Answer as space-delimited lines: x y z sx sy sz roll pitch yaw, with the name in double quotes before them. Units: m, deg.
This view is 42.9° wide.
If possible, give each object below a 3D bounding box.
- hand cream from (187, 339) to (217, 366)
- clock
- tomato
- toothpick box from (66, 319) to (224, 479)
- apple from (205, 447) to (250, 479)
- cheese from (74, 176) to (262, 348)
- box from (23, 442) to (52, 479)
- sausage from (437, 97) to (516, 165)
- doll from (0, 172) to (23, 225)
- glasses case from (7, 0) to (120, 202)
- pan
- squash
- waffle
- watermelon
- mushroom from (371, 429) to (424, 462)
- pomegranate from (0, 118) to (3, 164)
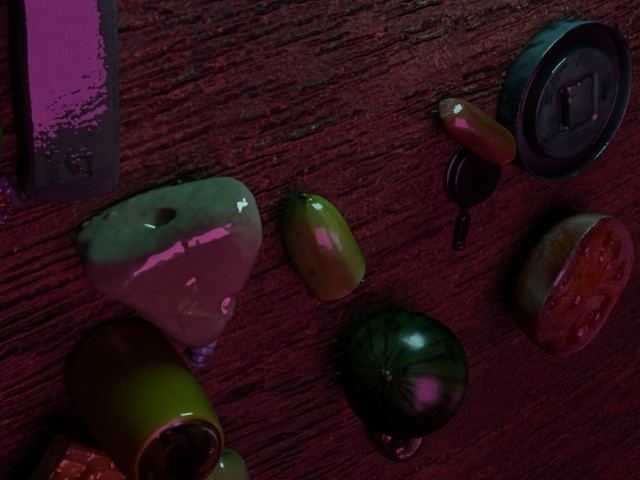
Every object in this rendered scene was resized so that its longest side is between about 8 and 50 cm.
"hand cream" -0.181 0.127 1.347 0.065 0.043 0.171 10 105 -38
"clock" 0.480 -0.272 1.592 0.318 0.066 0.319 -16 122 -28
"tomato" 0.529 0.083 1.764 0.338 0.143 0.339 -20 126 -31
"toothpick box" -0.255 0.251 1.206 0.175 0.271 0.175 -16 122 -28
"apple" -0.206 0.450 1.411 0.200 0.200 0.200 -16 122 -28
"cheese" -0.188 0.024 1.201 0.247 0.174 0.251 -36 129 -3
"box" -0.423 0.390 1.296 0.084 0.069 0.122 -7 117 -32
"sausage" 0.285 -0.196 1.476 0.194 0.077 0.077 27 97 -31
"doll" -0.467 -0.024 1.048 0.180 0.079 0.094 -38 116 -30
"glasses case" -0.327 -0.209 1.045 0.131 0.074 0.323 -10 119 -30
"pan" 0.293 -0.082 1.583 0.136 0.028 0.235 -10 119 -31
"squash" 0.000 0.000 1.360 0.123 0.123 0.187 -37 130 -14
"waffle" -0.393 0.425 1.251 0.168 0.057 0.274 29 96 -40
"watermelon" 0.159 0.252 1.528 0.242 0.242 0.242 -16 122 -28
"mushroom" 0.163 0.411 1.716 0.126 0.085 0.109 55 48 -25
"pomegranate" -0.487 -0.110 0.886 0.270 0.254 0.254 23 99 -29
